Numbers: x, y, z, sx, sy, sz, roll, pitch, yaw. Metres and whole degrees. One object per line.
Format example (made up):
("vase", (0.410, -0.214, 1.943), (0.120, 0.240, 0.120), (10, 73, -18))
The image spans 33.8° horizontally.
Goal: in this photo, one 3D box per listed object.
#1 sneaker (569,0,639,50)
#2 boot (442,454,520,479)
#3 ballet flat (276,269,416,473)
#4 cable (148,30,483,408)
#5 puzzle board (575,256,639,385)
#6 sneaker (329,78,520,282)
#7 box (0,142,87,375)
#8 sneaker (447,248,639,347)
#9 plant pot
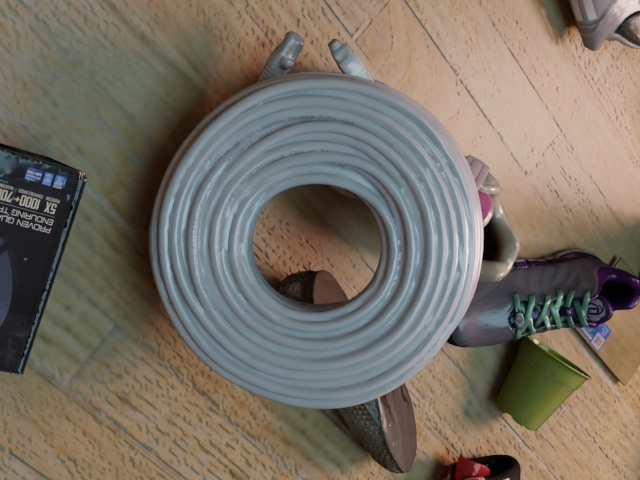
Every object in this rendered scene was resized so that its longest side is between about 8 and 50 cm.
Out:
("sneaker", (0.336, -0.266, 1.054), (0.228, 0.086, 0.132), (-33, 124, -13))
("boot", (0.114, 0.312, 1.035), (0.244, 0.088, 0.176), (-25, 115, -37))
("ballet flat", (0.023, 0.122, 0.944), (0.250, 0.058, 0.084), (58, 31, -36))
("cable", (0.000, 0.000, 0.804), (0.257, 0.089, 0.257), (41, 94, -4))
("puzzle board", (0.337, 0.091, 1.180), (0.128, 0.011, 0.096), (44, 77, -34))
("sneaker", (0.094, -0.050, 0.910), (0.252, 0.111, 0.103), (40, 78, -35))
("box", (-0.266, -0.005, 0.687), (0.180, 0.077, 0.147), (18, 91, -37))
("sneaker", (0.225, 0.058, 1.037), (0.223, 0.098, 0.083), (-17, 111, -31))
("plant pot", (0.221, 0.150, 1.077), (0.083, 0.083, 0.079), (30, 96, -36))
